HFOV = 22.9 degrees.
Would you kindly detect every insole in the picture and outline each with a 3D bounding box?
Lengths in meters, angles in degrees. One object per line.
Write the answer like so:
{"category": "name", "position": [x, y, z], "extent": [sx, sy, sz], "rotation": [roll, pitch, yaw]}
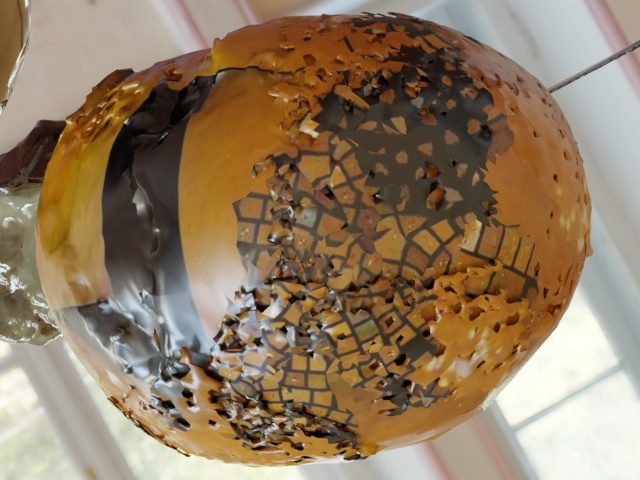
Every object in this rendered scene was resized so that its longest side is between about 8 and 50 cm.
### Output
{"category": "insole", "position": [0.170, -0.117, 1.439], "extent": [0.322, 0.007, 0.109], "rotation": [-28, -176, 22]}

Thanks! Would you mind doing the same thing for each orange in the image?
{"category": "orange", "position": [0.000, 0.000, 0.656], "extent": [0.234, 0.182, 0.234], "rotation": [-14, 173, -2]}

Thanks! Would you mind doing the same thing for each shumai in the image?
{"category": "shumai", "position": [-0.232, -0.020, 1.296], "extent": [0.201, 0.201, 0.120], "rotation": [-29, 135, 7]}

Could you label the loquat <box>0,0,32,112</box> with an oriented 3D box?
{"category": "loquat", "position": [-0.244, -0.123, 0.730], "extent": [0.235, 0.235, 0.235], "rotation": [-29, 179, -1]}
